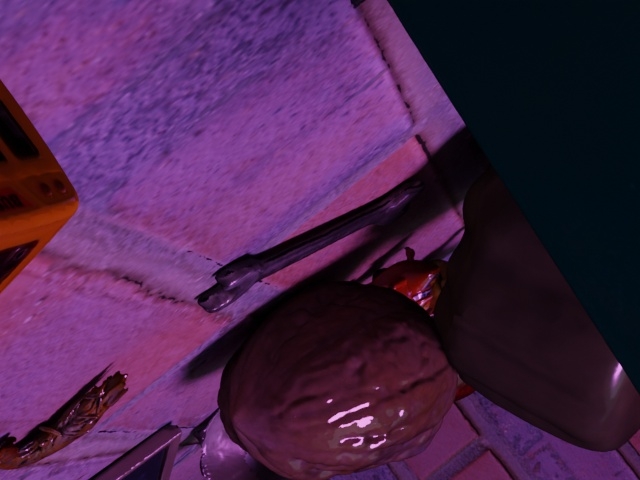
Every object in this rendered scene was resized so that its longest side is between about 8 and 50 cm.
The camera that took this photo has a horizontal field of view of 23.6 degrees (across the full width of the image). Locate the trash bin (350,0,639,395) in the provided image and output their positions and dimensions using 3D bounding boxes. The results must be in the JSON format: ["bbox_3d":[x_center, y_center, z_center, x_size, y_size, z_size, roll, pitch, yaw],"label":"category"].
[{"bbox_3d":[0.215,-0.031,0.653,0.259,0.381,0.295,-27,166,-44],"label":"trash bin"}]

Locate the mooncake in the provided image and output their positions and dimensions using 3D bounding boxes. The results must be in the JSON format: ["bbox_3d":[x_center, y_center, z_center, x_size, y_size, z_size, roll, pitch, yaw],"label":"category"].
[{"bbox_3d":[0.237,-0.004,1.264,0.351,0.187,0.351,-52,158,-32],"label":"mooncake"}]

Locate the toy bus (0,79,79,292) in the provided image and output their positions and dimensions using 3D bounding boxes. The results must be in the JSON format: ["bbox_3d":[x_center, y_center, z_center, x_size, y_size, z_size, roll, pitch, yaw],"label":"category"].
[{"bbox_3d":[-0.161,0.024,0.430,0.194,0.088,0.083,-43,170,25],"label":"toy bus"}]

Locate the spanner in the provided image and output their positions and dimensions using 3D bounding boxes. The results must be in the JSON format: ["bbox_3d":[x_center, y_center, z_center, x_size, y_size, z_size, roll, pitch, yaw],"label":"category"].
[{"bbox_3d":[0.000,0.000,1.111,0.254,0.015,0.054,-26,163,-50],"label":"spanner"}]

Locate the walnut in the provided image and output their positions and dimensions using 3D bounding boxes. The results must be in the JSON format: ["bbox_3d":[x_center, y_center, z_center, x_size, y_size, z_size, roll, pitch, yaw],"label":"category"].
[{"bbox_3d":[0.012,0.120,1.285,0.230,0.178,0.178,-14,156,-44],"label":"walnut"}]

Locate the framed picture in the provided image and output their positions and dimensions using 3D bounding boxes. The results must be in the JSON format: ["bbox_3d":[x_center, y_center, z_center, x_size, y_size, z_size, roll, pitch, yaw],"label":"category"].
[{"bbox_3d":[-0.231,0.272,1.531,0.209,0.019,0.281,-35,170,-16],"label":"framed picture"}]

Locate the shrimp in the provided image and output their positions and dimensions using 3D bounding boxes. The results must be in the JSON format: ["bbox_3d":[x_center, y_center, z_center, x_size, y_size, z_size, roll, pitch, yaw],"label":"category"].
[{"bbox_3d":[-0.179,0.126,1.035,0.114,0.023,0.083,-38,168,22],"label":"shrimp"}]

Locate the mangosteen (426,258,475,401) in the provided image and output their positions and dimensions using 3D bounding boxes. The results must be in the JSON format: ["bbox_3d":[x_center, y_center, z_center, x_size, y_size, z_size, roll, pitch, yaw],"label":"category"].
[{"bbox_3d":[0.123,0.083,1.659,0.146,0.181,0.156,9,-175,41],"label":"mangosteen"}]

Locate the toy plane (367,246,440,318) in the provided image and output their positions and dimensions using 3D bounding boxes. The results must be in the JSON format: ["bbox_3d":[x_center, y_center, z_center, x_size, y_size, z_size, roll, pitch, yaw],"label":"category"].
[{"bbox_3d":[0.050,0.074,1.475,0.126,0.077,0.194,-27,174,-33],"label":"toy plane"}]

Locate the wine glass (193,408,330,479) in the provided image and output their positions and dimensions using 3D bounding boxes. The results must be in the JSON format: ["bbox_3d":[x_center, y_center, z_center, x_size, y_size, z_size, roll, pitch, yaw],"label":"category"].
[{"bbox_3d":[-0.017,0.208,1.667,0.156,0.156,0.232,-42,174,23],"label":"wine glass"}]
